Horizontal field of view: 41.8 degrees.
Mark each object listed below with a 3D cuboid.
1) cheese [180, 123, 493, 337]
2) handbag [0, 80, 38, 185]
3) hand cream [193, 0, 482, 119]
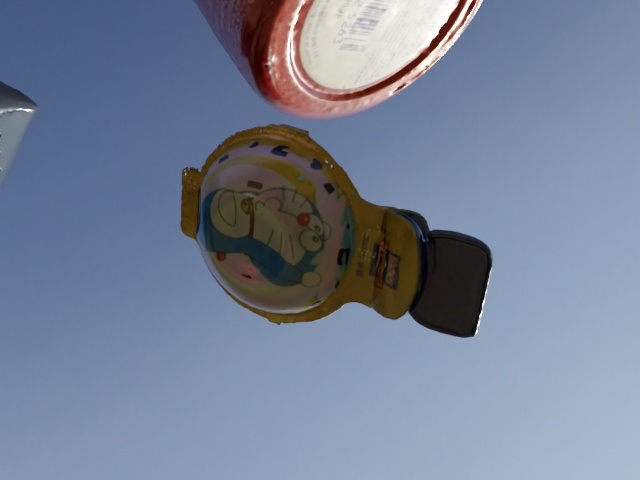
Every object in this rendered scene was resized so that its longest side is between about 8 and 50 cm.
[{"bbox_3d":[0.000,0.000,0.601,0.250,0.064,0.156,16,-65,22],"label":"cheese"},{"bbox_3d":[-0.397,0.000,0.723,0.152,0.288,0.342,36,-36,-26],"label":"handbag"},{"bbox_3d":[0.011,-0.216,0.648,0.230,0.149,0.230,-24,-29,-14],"label":"hand cream"}]
